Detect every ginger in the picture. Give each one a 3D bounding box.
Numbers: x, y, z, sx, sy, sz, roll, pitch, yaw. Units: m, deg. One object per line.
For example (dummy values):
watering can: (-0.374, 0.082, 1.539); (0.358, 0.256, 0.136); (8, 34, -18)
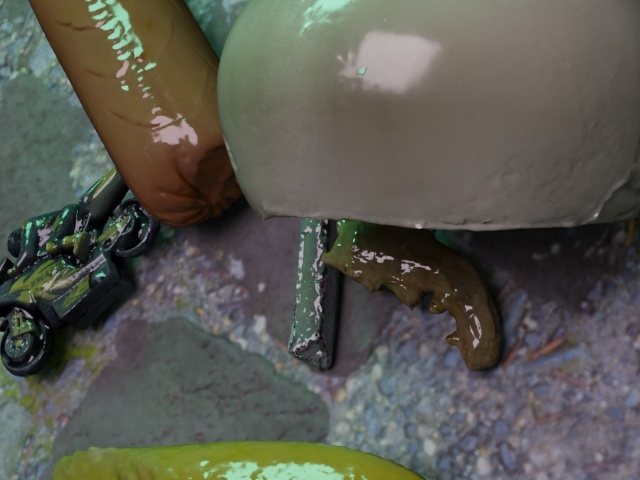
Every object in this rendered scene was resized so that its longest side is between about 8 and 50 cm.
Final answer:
ginger: (0.078, 0.030, 1.517); (0.173, 0.051, 0.069); (35, 80, 33)

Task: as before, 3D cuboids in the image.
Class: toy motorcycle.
toy motorcycle: (-0.220, 0.018, 1.685); (0.193, 0.061, 0.124); (-48, 54, 8)

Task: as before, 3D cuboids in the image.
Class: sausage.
sausage: (-0.150, -0.146, 1.671); (0.121, 0.121, 0.304); (-38, 60, 12)

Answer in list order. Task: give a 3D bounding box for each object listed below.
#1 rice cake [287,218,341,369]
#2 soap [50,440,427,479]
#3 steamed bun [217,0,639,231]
rice cake: (0.001, 0.000, 1.582); (0.033, 0.033, 0.207); (-5, 70, 30)
soap: (-0.066, 0.299, 1.459); (0.427, 0.115, 0.306); (-1, 72, 29)
steamed bun: (0.088, -0.115, 1.403); (0.324, 0.324, 0.206); (3, 95, 30)
